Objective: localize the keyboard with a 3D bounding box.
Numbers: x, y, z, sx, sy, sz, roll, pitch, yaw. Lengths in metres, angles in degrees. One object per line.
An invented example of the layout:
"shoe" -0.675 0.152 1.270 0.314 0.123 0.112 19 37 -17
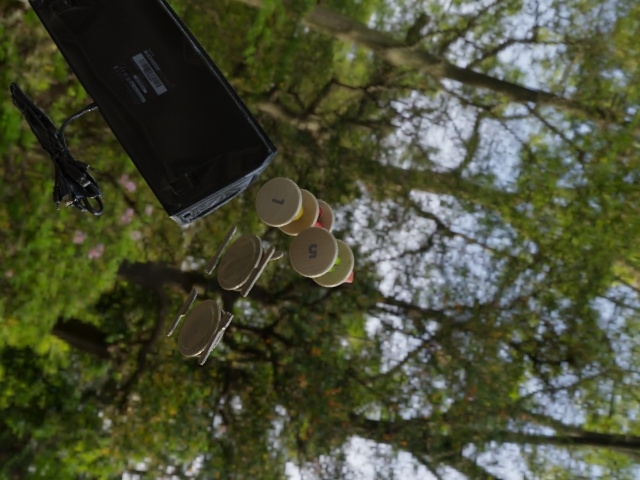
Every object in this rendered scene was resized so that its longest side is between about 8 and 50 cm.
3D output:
"keyboard" -0.198 -0.136 0.918 0.317 0.201 0.033 54 -15 26

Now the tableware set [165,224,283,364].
"tableware set" -0.132 0.081 1.325 0.194 0.039 0.128 -58 -145 -3

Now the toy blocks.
"toy blocks" 0.000 0.000 1.037 0.054 0.148 0.123 -39 -112 10
